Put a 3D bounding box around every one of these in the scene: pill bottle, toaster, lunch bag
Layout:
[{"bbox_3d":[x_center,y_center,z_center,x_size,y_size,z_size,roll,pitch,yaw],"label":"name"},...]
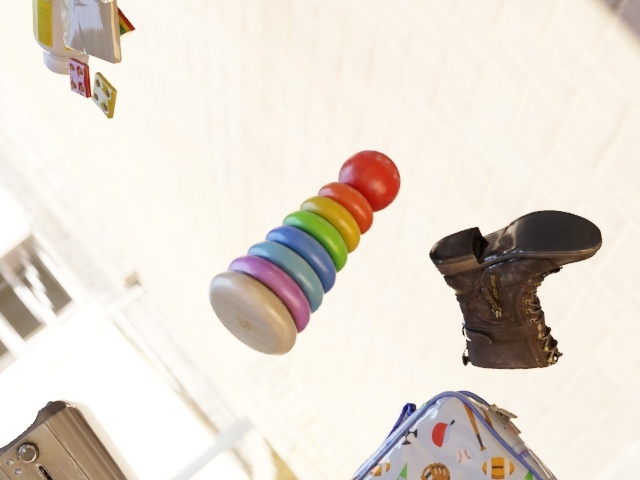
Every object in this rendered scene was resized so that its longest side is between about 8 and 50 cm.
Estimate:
[{"bbox_3d":[-0.396,-0.352,2.209,0.103,0.103,0.184,44,143,31],"label":"pill bottle"},{"bbox_3d":[-0.272,0.263,1.545,0.146,0.129,0.227,52,174,6],"label":"toaster"},{"bbox_3d":[0.157,0.346,1.857,0.243,0.303,0.115,46,-170,19],"label":"lunch bag"}]

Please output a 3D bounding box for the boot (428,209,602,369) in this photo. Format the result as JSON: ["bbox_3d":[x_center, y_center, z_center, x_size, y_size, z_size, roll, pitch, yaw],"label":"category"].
[{"bbox_3d":[0.288,0.080,1.954,0.263,0.091,0.229,-8,125,29],"label":"boot"}]

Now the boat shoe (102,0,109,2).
[{"bbox_3d":[-0.216,-0.258,1.306,0.049,0.042,0.133,45,170,20],"label":"boat shoe"}]

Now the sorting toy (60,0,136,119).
[{"bbox_3d":[-0.288,-0.301,1.852,0.132,0.046,0.275,24,124,47],"label":"sorting toy"}]

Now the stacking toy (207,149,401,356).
[{"bbox_3d":[0.000,0.000,1.920,0.141,0.330,0.141,32,151,20],"label":"stacking toy"}]
